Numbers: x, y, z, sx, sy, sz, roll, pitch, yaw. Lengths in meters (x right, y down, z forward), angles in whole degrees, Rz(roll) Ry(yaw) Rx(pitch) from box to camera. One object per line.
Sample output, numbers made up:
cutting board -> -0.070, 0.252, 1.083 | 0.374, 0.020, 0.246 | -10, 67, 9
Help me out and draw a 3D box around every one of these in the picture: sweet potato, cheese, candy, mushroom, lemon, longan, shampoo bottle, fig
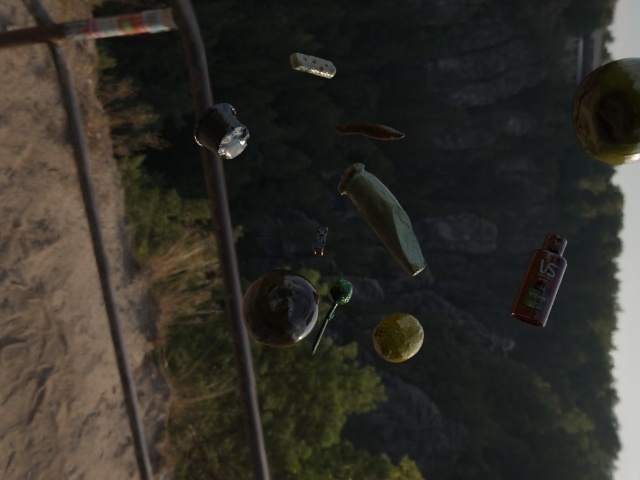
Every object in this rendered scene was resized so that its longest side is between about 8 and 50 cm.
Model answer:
sweet potato -> 0.176, -0.400, 2.175 | 0.057, 0.264, 0.058 | 13, 90, -72
cheese -> -0.026, -0.617, 2.116 | 0.193, 0.043, 0.065 | -2, 67, -43
candy -> 0.029, 0.290, 2.274 | 0.324, 0.097, 0.097 | -66, 164, 12
mushroom -> 0.169, -0.062, 1.577 | 0.087, 0.107, 0.333 | -27, 75, -44
lemon -> 0.286, 0.353, 2.213 | 0.193, 0.180, 0.181 | -47, 146, -12
longan -> -0.146, 0.252, 2.205 | 0.297, 0.297, 0.298 | 0, 90, -71
shampoo bottle -> 0.739, 0.129, 2.007 | 0.314, 0.118, 0.076 | -63, 163, -15
fig -> 0.729, -0.303, 1.386 | 0.239, 0.270, 0.240 | -16, 90, -82

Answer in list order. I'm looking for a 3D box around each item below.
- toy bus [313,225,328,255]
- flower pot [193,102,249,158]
toy bus -> 0.000, 0.000, 1.763 | 0.110, 0.031, 0.043 | -76, 177, -52
flower pot -> -0.289, -0.321, 1.820 | 0.157, 0.107, 0.157 | -38, 156, -20
